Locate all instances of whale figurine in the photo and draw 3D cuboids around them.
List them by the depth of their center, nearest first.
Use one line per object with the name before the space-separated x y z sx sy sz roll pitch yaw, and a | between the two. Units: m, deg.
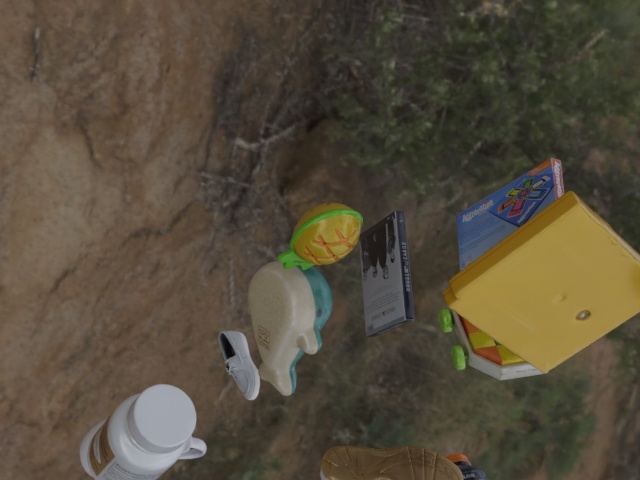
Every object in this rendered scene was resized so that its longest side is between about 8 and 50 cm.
whale figurine | -0.057 0.169 1.752 0.141 0.216 0.272 -11 114 -39

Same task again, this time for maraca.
maraca | 0.000 0.000 1.559 0.127 0.099 0.186 8 141 -35

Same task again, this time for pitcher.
pitcher | -0.343 0.404 1.695 0.178 0.207 0.125 51 25 -44

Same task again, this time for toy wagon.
toy wagon | 0.412 0.177 2.016 0.344 0.267 0.068 -103 -173 -50

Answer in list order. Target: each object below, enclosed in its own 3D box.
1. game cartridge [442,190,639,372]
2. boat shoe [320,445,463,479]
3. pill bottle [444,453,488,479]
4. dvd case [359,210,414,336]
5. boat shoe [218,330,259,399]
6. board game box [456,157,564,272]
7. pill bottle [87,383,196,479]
game cartridge | 0.408 0.083 1.513 0.285 0.053 0.323 -39 127 22
boat shoe | 0.135 0.457 1.694 0.096 0.277 0.098 103 -4 -54
pill bottle | 0.339 0.604 1.974 0.130 0.246 0.130 -9 129 -12
dvd case | 0.141 0.076 1.899 0.029 0.179 0.239 4 72 -24
boat shoe | -0.189 0.280 1.986 0.063 0.184 0.066 13 135 -37
board game box | 0.357 -0.033 1.659 0.027 0.281 0.145 12 64 -27
pill bottle | -0.291 0.323 1.428 0.131 0.131 0.229 -44 179 -42
